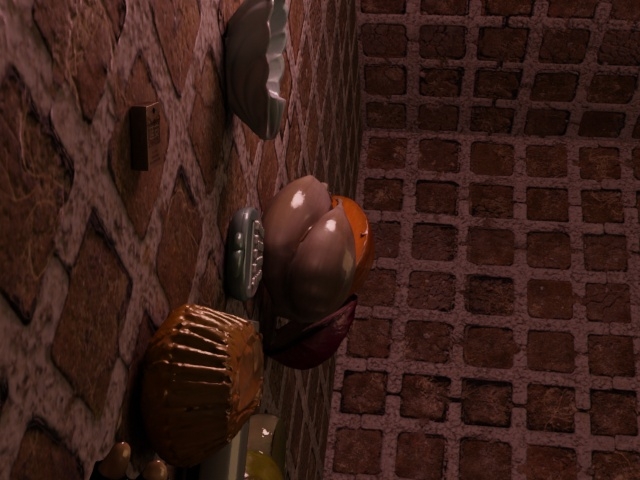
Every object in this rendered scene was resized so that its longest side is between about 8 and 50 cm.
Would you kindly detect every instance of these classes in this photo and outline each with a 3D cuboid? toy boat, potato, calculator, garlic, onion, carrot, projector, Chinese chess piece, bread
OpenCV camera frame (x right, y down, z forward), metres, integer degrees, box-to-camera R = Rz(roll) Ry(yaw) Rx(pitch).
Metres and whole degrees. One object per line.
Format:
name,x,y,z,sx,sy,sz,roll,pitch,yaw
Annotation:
toy boat,-0.113,-0.328,1.642,0.199,0.100,0.290,-44,136,-79
potato,-0.128,0.491,1.713,0.253,0.149,0.186,63,34,-77
calculator,-0.147,0.027,1.777,0.295,0.042,0.184,14,79,-85
garlic,0.000,0.000,2.014,0.246,0.232,0.339,49,54,-49
onion,0.001,0.230,2.170,0.111,0.248,0.250,61,13,-6
carrot,0.006,0.036,2.198,0.100,0.259,0.307,56,45,-43
projector,-0.167,0.294,1.488,0.108,0.108,0.337,61,33,-77
Chinese chess piece,-0.127,0.476,2.001,0.188,0.083,0.188,2,90,-80
bread,-0.170,0.208,1.289,0.240,0.139,0.239,3,90,-79

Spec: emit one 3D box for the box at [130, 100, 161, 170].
box,-0.223,-0.134,1.163,0.053,0.024,0.083,-64,158,-71

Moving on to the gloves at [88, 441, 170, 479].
gloves,-0.210,0.372,1.009,0.197,0.152,0.300,-8,108,-46
